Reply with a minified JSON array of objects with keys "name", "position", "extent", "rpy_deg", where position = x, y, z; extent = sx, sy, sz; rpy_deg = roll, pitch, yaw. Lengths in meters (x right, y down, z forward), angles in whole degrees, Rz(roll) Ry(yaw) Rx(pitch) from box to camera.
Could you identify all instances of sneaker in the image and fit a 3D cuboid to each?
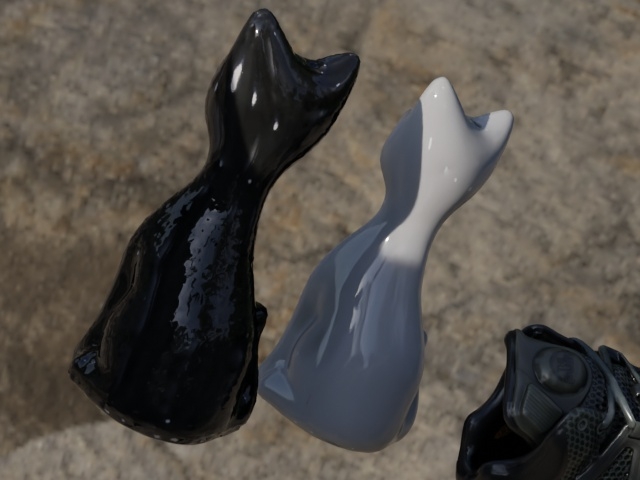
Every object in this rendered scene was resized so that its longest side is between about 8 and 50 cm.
[{"name":"sneaker","position":[0.171,0.090,0.743],"extent":[0.228,0.130,0.087],"rpy_deg":[-21,36,10]}]

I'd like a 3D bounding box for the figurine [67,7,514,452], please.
[{"name":"figurine","position":[0.000,0.000,0.773],"extent":[0.215,0.209,0.092],"rpy_deg":[11,17,-45]}]
